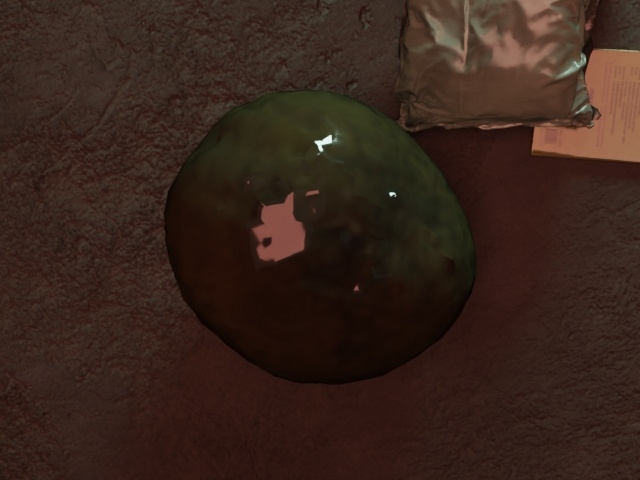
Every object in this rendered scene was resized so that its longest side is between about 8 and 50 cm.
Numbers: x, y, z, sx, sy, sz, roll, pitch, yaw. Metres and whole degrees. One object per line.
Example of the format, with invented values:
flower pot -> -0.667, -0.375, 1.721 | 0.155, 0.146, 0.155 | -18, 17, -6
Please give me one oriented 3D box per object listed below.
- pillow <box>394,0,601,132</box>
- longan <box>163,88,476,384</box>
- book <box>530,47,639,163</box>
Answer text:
pillow -> 0.253, -0.296, 1.220 | 0.309, 0.138, 0.283 | 4, 112, 21
longan -> -0.009, 0.001, 1.221 | 0.436, 0.404, 0.404 | 40, 104, -23
book -> 0.423, -0.204, 1.282 | 0.192, 0.013, 0.168 | 6, 99, 10
